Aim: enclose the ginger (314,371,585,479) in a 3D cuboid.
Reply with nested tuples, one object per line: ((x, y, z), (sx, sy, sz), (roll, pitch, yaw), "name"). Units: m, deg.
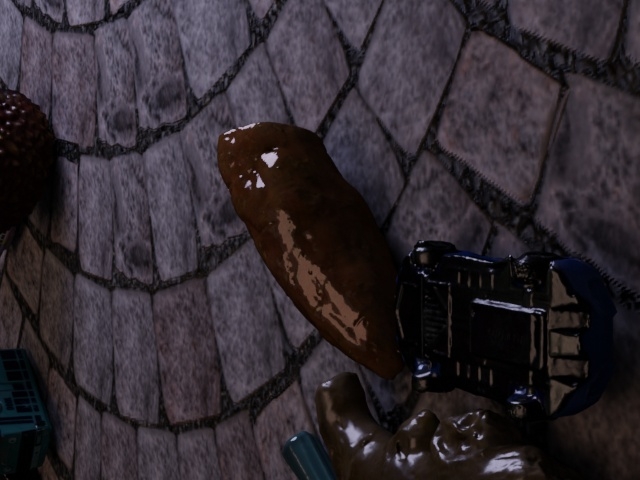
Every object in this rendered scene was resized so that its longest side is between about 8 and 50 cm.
((0.088, 0.187, 0.970), (0.333, 0.080, 0.166), (4, 95, 55), "ginger")

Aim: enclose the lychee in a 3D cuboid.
((-0.394, -0.092, 1.687), (0.188, 0.188, 0.188), (10, 102, 59), "lychee")

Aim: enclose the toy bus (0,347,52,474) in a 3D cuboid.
((-0.383, 0.208, 1.775), (0.160, 0.091, 0.079), (-120, 37, -47), "toy bus")

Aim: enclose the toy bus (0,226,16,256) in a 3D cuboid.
((-0.409, -0.025, 1.827), (0.102, 0.058, 0.052), (123, 162, -46), "toy bus")

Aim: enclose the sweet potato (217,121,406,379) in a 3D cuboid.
((0.000, 0.000, 1.094), (0.252, 0.097, 0.097), (57, 139, 34), "sweet potato")

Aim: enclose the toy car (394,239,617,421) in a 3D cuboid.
((0.114, 0.054, 0.928), (0.216, 0.063, 0.103), (-172, 81, -65), "toy car")

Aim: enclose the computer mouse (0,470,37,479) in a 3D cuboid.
((-0.390, 0.321, 1.837), (0.172, 0.057, 0.099), (46, 122, 29), "computer mouse")

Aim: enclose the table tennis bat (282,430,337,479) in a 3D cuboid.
((0.027, 0.229, 1.131), (0.201, 0.033, 0.124), (55, 133, 36), "table tennis bat")
